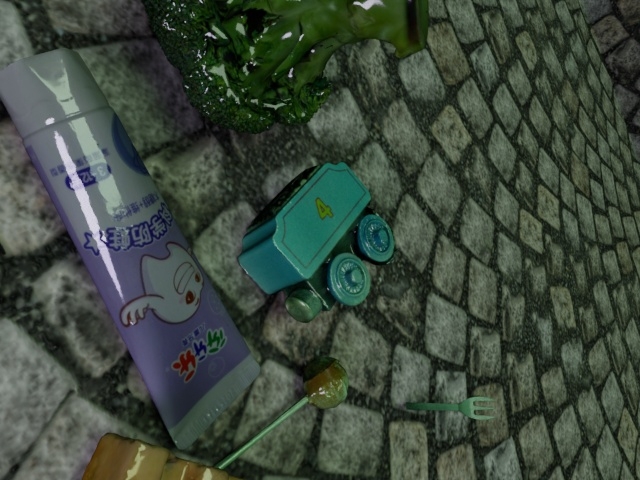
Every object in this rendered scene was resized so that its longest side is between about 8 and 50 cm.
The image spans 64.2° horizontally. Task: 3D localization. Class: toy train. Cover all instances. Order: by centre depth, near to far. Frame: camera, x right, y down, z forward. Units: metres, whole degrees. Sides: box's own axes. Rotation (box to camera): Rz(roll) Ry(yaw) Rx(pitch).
[{"bbox_3d":[0.000,0.000,0.624,0.154,0.107,0.198,49,50,-13],"label":"toy train"}]

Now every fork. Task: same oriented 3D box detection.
[{"bbox_3d":[0.202,0.260,0.801,0.235,0.021,0.039,17,63,-38],"label":"fork"}]

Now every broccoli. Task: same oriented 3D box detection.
[{"bbox_3d":[-0.034,-0.265,0.541,0.297,0.297,0.297,4,90,-70],"label":"broccoli"}]

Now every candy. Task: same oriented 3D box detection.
[{"bbox_3d":[-0.045,0.198,0.570,0.202,0.061,0.061,-28,98,-36],"label":"candy"}]

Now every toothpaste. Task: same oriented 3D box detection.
[{"bbox_3d":[-0.173,0.013,0.487,0.125,0.080,0.371,-40,114,-46],"label":"toothpaste"}]

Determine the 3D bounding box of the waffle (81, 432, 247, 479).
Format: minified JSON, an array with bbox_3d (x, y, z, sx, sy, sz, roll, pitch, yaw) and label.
[{"bbox_3d":[-0.095,0.365,0.443,0.348,0.077,0.304,33,62,-31],"label":"waffle"}]
